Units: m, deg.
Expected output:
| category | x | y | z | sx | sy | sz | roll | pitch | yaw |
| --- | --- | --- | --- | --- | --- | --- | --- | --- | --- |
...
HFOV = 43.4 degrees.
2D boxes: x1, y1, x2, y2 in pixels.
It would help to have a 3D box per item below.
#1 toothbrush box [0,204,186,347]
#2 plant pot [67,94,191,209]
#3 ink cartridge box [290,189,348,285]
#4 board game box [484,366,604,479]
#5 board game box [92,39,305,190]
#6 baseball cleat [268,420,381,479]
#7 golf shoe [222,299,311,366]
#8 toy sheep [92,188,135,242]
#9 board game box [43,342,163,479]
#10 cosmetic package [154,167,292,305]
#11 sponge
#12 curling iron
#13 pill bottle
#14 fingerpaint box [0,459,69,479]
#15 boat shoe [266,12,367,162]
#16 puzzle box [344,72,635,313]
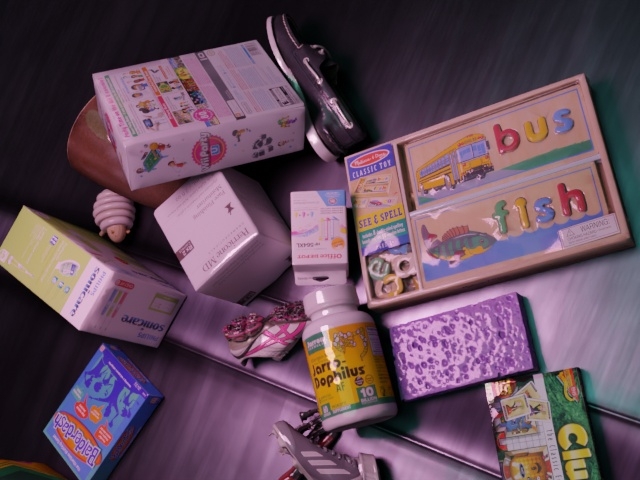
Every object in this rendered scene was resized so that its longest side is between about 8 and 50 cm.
| category | x | y | z | sx | sy | sz | roll | pitch | yaw |
| --- | --- | --- | --- | --- | --- | --- | --- | --- | --- |
| toothbrush box | -0.425 | 0.068 | 1.484 | 0.283 | 0.206 | 0.122 | 31 | 91 | 33 |
| plant pot | -0.311 | -0.150 | 1.506 | 0.230 | 0.215 | 0.215 | 36 | 95 | 18 |
| ink cartridge box | 0.000 | 0.000 | 1.318 | 0.092 | 0.090 | 0.143 | -3 | 72 | 1 |
| board game box | 0.314 | 0.313 | 1.101 | 0.136 | 0.030 | 0.260 | -16 | 68 | 22 |
| board game box | -0.207 | -0.220 | 1.367 | 0.303 | 0.097 | 0.224 | -15 | 46 | -19 |
| baseball cleat | 0.019 | 0.339 | 1.225 | 0.109 | 0.072 | 0.206 | -39 | 79 | -10 |
| golf shoe | -0.065 | 0.155 | 1.350 | 0.186 | 0.067 | 0.086 | -16 | 110 | 13 |
| toy sheep | -0.407 | -0.059 | 1.585 | 0.091 | 0.091 | 0.132 | -21 | 74 | 22 |
| board game box | -0.405 | 0.323 | 1.490 | 0.160 | 0.047 | 0.210 | 37 | 96 | 32 |
| cosmetic package | -0.158 | -0.012 | 1.389 | 0.151 | 0.151 | 0.184 | -42 | 60 | 13 |
| sponge | 0.210 | 0.161 | 1.203 | 0.210 | 0.031 | 0.117 | -19 | 67 | 24 |
| curling iron | -0.064 | 0.380 | 1.287 | 0.068 | 0.035 | 0.274 | 37 | 94 | 26 |
| pill bottle | 0.038 | 0.179 | 1.235 | 0.117 | 0.117 | 0.208 | -21 | 70 | 23 |
| fingerpaint box | -0.540 | 0.611 | 1.323 | 0.371 | 0.163 | 0.445 | -8 | 70 | 58 |
| boat shoe | -0.005 | -0.284 | 1.416 | 0.091 | 0.114 | 0.302 | -29 | 75 | 20 |
| puzzle box | 0.243 | -0.067 | 1.241 | 0.409 | 0.052 | 0.272 | -18 | 67 | 24 |
